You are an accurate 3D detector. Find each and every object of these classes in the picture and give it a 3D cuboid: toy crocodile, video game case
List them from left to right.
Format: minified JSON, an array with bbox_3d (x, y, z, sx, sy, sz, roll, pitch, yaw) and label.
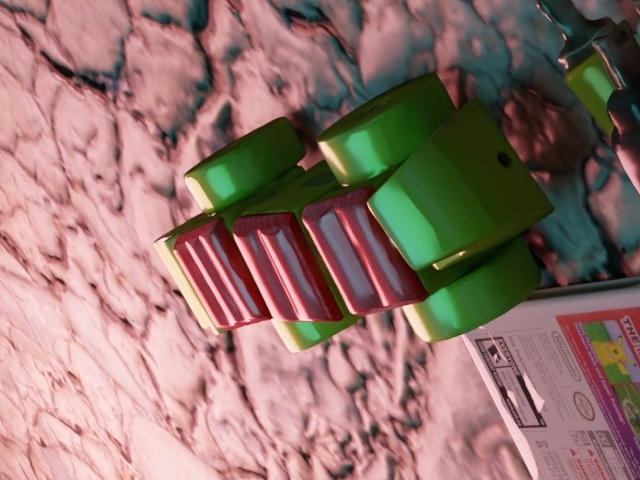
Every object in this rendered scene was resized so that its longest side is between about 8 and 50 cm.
[{"bbox_3d":[0.000,0.000,0.834,0.340,0.105,0.115,-12,109,58],"label":"toy crocodile"},{"bbox_3d":[0.163,0.110,0.786,0.183,0.023,0.201,-12,108,58],"label":"video game case"}]

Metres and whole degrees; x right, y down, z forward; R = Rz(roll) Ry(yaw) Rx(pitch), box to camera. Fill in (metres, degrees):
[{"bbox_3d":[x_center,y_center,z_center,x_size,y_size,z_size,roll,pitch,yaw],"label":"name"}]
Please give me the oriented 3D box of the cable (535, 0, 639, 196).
[{"bbox_3d":[0.186,0.010,0.632,0.139,0.072,0.287,-12,115,54],"label":"cable"}]
